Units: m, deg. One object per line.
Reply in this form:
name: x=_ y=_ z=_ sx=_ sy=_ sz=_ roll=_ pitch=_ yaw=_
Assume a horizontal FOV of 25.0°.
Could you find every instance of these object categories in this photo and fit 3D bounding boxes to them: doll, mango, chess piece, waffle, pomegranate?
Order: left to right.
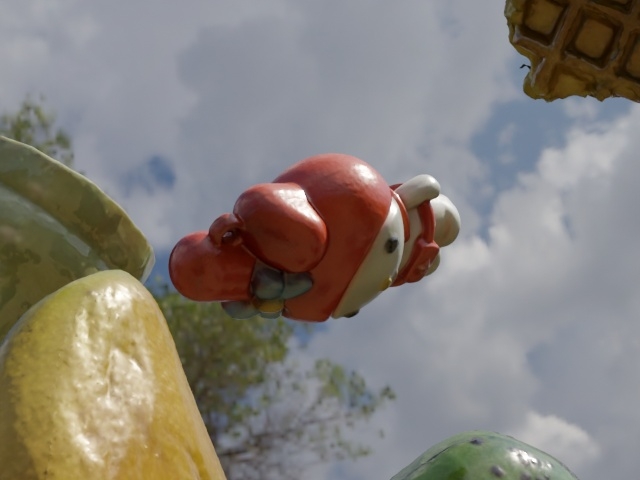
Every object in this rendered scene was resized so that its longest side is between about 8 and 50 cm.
chess piece: x=-0.362 y=0.137 z=1.407 sx=0.234 sy=0.442 sz=0.234 roll=24 pitch=-22 yaw=11
mango: x=-0.107 y=0.160 z=0.706 sx=0.119 sy=0.316 sz=0.176 roll=-24 pitch=-27 yaw=39
doll: x=0.000 y=0.000 z=1.258 sx=0.290 sy=0.130 sz=0.161 roll=-3 pitch=-45 yaw=-44
pomegranate: x=0.156 y=0.321 z=1.398 sx=0.254 sy=0.270 sz=0.254 roll=-7 pitch=-23 yaw=-3
waffle: x=0.277 y=-0.185 z=1.080 sx=0.281 sy=0.300 sz=0.058 roll=-42 pitch=-5 yaw=12
